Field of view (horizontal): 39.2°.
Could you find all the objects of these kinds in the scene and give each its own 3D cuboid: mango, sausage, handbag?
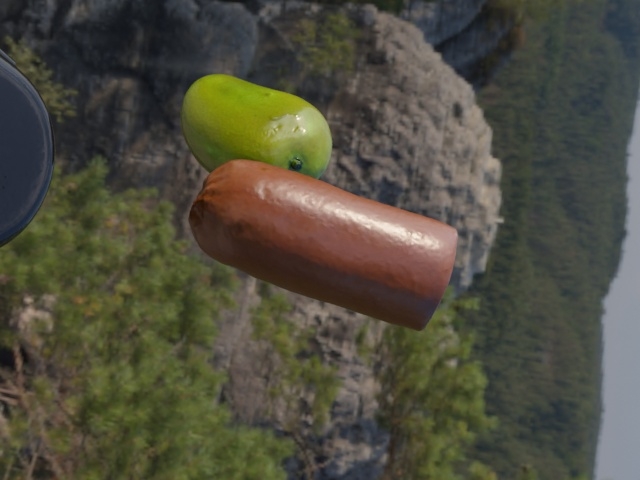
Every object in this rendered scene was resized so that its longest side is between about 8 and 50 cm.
[{"bbox_3d":[-0.111,-0.162,1.421,0.185,0.272,0.149,-55,156,-36],"label":"mango"},{"bbox_3d":[0.000,0.000,0.873,0.113,0.259,0.114,-162,-90,-89],"label":"sausage"},{"bbox_3d":[-0.417,-0.115,0.960,0.308,0.093,0.254,43,66,-47],"label":"handbag"}]
